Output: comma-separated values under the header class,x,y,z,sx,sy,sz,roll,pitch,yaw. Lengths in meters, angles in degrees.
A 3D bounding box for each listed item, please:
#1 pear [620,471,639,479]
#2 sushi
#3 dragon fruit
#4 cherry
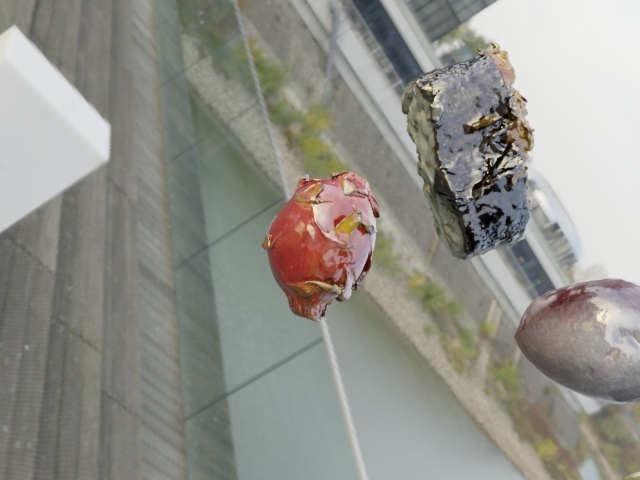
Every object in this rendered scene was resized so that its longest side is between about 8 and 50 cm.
class,x,y,z,sx,sy,sz,roll,pitch,yaw
pear,0.569,0.487,1.263,0.294,0.294,0.294,55,13,-18
sushi,0.266,-0.135,1.410,0.234,0.208,0.348,-116,-170,-69
dragon fruit,-0.002,0.004,1.742,0.250,0.315,0.250,23,13,-6
cherry,0.419,0.146,1.218,0.213,0.266,0.183,53,40,-66
